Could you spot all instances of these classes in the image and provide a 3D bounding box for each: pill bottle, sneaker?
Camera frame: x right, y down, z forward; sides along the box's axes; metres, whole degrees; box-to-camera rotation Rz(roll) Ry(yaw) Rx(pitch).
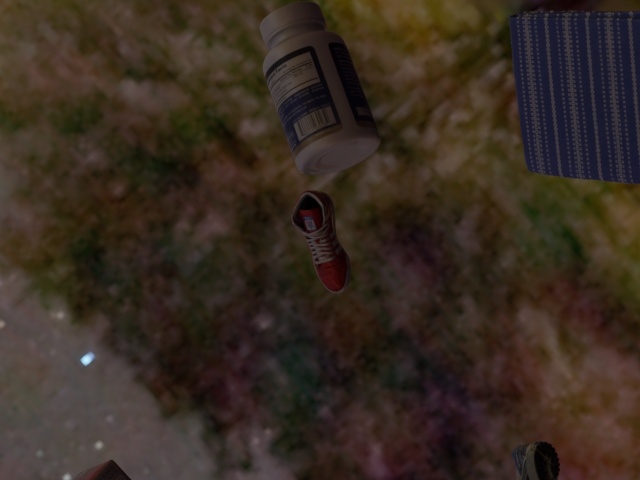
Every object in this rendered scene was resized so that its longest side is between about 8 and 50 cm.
[{"bbox_3d":[-0.006,-0.163,1.680,0.094,0.094,0.169,21,-132,-66],"label":"pill bottle"},{"bbox_3d":[0.255,0.299,1.856,0.052,0.058,0.135,-13,-84,-37],"label":"sneaker"},{"bbox_3d":[0.000,0.000,1.768,0.067,0.042,0.119,19,-124,-73],"label":"sneaker"}]

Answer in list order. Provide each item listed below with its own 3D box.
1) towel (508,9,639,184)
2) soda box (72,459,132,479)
[{"bbox_3d":[0.403,-0.197,2.166,0.040,0.336,0.243,-21,-70,-39],"label":"towel"},{"bbox_3d":[-0.254,0.320,1.414,0.092,0.263,0.083,47,148,-9],"label":"soda box"}]
